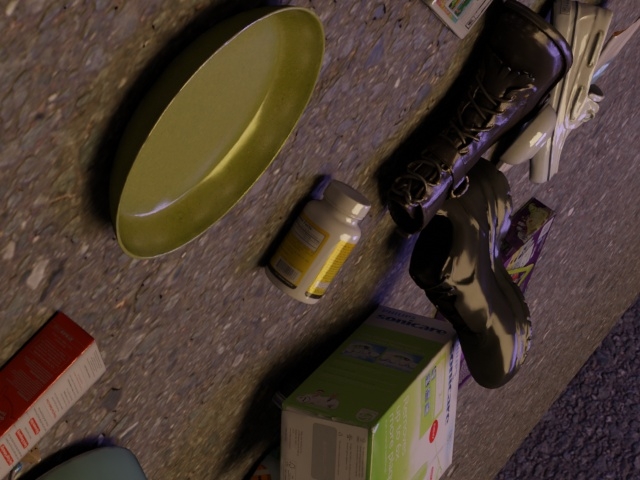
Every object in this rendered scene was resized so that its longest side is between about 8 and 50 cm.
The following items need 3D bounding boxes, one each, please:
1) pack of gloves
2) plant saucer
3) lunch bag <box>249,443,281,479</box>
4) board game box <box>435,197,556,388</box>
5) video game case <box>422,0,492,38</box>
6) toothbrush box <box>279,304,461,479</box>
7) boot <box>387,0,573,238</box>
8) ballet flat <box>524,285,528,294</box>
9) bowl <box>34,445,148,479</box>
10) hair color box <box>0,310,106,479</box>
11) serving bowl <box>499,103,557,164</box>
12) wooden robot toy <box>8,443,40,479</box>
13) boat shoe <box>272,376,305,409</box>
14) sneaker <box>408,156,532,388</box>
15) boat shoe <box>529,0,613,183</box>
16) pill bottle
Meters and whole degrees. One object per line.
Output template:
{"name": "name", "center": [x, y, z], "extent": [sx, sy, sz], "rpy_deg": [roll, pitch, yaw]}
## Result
{"name": "pack of gloves", "center": [0.295, -0.191, 2.146], "extent": [0.195, 0.046, 0.232], "rpy_deg": [-40, 169, -34]}
{"name": "plant saucer", "center": [-0.088, -0.092, 1.356], "extent": [0.241, 0.037, 0.241], "rpy_deg": [-45, 162, -19]}
{"name": "lunch bag", "center": [-0.063, 0.397, 2.257], "extent": [0.303, 0.115, 0.243], "rpy_deg": [-59, 159, 18]}
{"name": "board game box", "center": [0.234, 0.106, 2.542], "extent": [0.208, 0.056, 0.347], "rpy_deg": [-46, 162, -33]}
{"name": "video game case", "center": [0.164, -0.276, 1.660], "extent": [0.157, 0.019, 0.143], "rpy_deg": [-53, 162, 5]}
{"name": "toothbrush box", "center": [0.062, 0.235, 2.073], "extent": [0.283, 0.122, 0.206], "rpy_deg": [-42, 139, -57]}
{"name": "boot", "center": [0.160, -0.117, 1.840], "extent": [0.229, 0.091, 0.263], "rpy_deg": [-47, 164, -17]}
{"name": "ballet flat", "center": [0.298, 0.078, 2.673], "extent": [0.041, 0.041, 0.114], "rpy_deg": [-42, 160, -30]}
{"name": "bowl", "center": [-0.237, 0.364, 1.639], "extent": [0.311, 0.163, 0.311], "rpy_deg": [-42, 159, -21]}
{"name": "hair color box", "center": [-0.240, 0.131, 1.397], "extent": [0.141, 0.043, 0.072], "rpy_deg": [-47, 162, -19]}
{"name": "serving bowl", "center": [0.237, -0.113, 1.920], "extent": [0.083, 0.027, 0.083], "rpy_deg": [-48, 178, -2]}
{"name": "wooden robot toy", "center": [-0.279, 0.238, 1.449], "extent": [0.173, 0.079, 0.076], "rpy_deg": [-45, 161, -23]}
{"name": "boat shoe", "center": [-0.014, 0.190, 2.076], "extent": [0.040, 0.049, 0.142], "rpy_deg": [-54, 160, 5]}
{"name": "sneaker", "center": [0.164, 0.048, 2.036], "extent": [0.130, 0.109, 0.286], "rpy_deg": [-24, 109, -36]}
{"name": "boat shoe", "center": [0.288, -0.164, 1.977], "extent": [0.083, 0.075, 0.226], "rpy_deg": [-79, 175, -59]}
{"name": "pill bottle", "center": [0.000, 0.000, 1.709], "extent": [0.116, 0.065, 0.065], "rpy_deg": [-56, 162, 15]}
